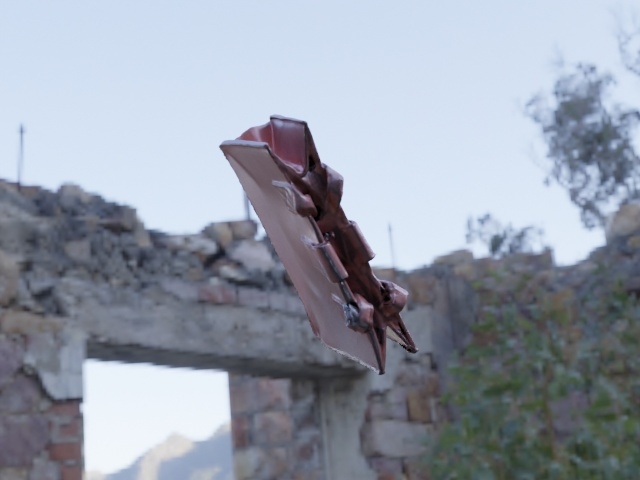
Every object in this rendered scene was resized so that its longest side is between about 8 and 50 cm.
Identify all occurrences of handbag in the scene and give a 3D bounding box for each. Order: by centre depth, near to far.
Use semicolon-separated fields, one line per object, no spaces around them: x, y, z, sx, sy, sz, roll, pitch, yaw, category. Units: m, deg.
0.000;0.000;0.960;0.059;0.213;0.157;-30;14;-13;handbag
